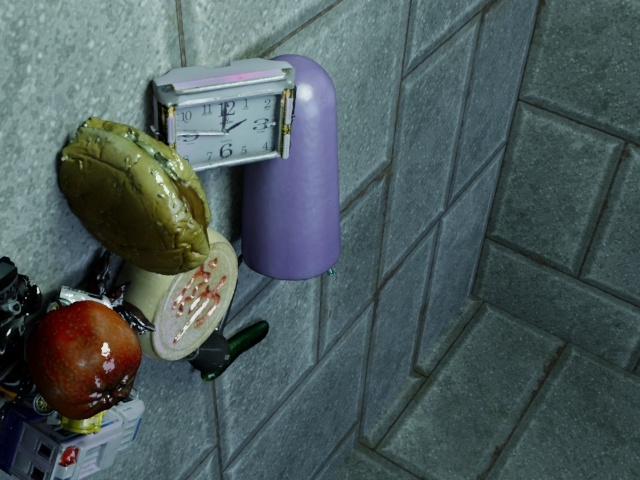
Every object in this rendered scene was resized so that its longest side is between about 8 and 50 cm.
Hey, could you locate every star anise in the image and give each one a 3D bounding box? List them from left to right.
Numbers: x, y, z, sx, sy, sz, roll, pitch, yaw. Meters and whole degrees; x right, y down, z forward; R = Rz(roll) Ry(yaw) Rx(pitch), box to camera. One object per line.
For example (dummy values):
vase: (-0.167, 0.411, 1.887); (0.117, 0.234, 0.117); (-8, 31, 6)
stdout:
star anise: (-0.364, 0.135, 1.432); (0.157, 0.053, 0.212); (40, 73, -26)

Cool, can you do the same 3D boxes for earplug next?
earplug: (-0.060, -0.151, 1.672); (0.215, 0.215, 0.455); (-43, 146, -40)

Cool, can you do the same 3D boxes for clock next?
clock: (-0.167, -0.205, 1.435); (0.253, 0.083, 0.186); (-12, 132, -23)

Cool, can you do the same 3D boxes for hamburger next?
hamburger: (-0.265, -0.049, 1.322); (0.132, 0.211, 0.308); (-57, 155, -27)

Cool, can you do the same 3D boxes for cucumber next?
cucumber: (-0.196, 0.250, 1.988); (0.284, 0.056, 0.056); (-38, 147, -54)

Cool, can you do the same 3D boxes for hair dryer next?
hair dryer: (-0.224, 0.145, 1.794); (0.235, 0.091, 0.271); (51, 53, -77)

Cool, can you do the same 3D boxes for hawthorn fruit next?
hawthorn fruit: (-0.352, 0.156, 1.231); (0.157, 0.194, 0.157); (-30, 157, -14)

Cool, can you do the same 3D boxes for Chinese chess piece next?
Chinese chess piece: (-0.271, 0.093, 1.586); (0.270, 0.112, 0.270); (-47, 152, -36)

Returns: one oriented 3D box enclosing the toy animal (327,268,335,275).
toy animal: (0.000, 0.000, 2.076); (0.103, 0.100, 0.208); (-23, 137, 2)

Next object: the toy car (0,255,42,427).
toy car: (-0.484, 0.162, 1.196); (0.193, 0.118, 0.301); (-61, 163, -64)

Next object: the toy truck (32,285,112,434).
toy truck: (-0.387, 0.190, 1.341); (0.098, 0.114, 0.226); (-172, -89, -73)

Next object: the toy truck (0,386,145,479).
toy truck: (-0.416, 0.331, 1.470); (0.268, 0.155, 0.124); (-8, 121, -64)
